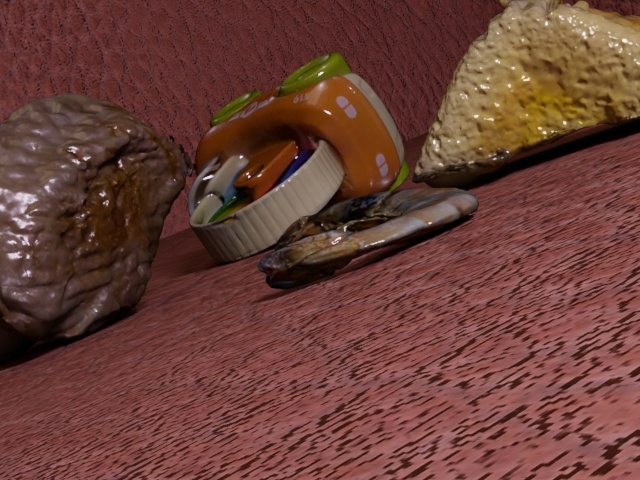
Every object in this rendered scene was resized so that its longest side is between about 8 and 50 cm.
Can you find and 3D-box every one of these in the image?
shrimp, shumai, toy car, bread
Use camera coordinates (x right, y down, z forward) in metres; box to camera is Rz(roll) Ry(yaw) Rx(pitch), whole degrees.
[{"bbox_3d":[0.001,0.003,0.785,0.195,0.035,0.148,-14,10,45],"label":"shrimp"},{"bbox_3d":[-0.239,-0.015,0.982,0.185,0.184,0.218,-1,53,31],"label":"shumai"},{"bbox_3d":[-0.048,-0.058,1.207,0.235,0.145,0.235,-30,16,10],"label":"toy car"},{"bbox_3d":[0.180,-0.136,0.978,0.252,0.133,0.174,-18,7,28],"label":"bread"}]
